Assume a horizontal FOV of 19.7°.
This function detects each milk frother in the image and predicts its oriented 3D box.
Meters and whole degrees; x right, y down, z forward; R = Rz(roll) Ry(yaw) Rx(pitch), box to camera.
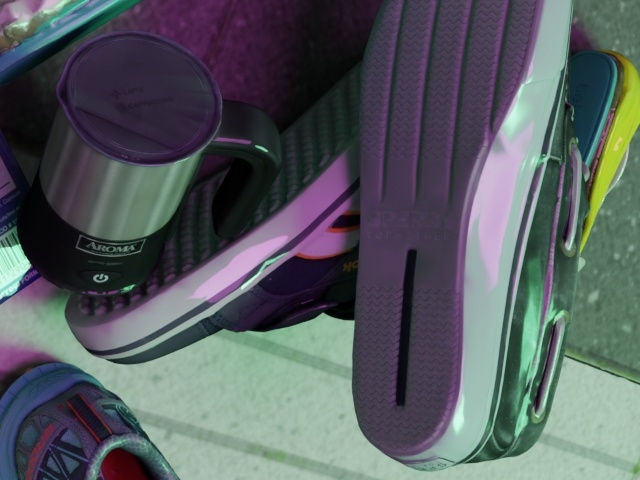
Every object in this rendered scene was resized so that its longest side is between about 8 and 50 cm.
[{"bbox_3d":[-0.100,-0.067,0.990,0.129,0.143,0.134,-12,154,-27],"label":"milk frother"}]

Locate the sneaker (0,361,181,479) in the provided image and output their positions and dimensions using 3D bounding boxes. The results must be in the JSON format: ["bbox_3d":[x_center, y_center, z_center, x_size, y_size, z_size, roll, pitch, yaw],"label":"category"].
[{"bbox_3d":[-0.110,0.200,1.092,0.104,0.125,0.261,-38,122,-23],"label":"sneaker"}]

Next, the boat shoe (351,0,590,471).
[{"bbox_3d":[0.094,-0.035,1.058,0.119,0.121,0.335,10,91,-49],"label":"boat shoe"}]

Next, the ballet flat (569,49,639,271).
[{"bbox_3d":[0.164,-0.020,1.267,0.077,0.077,0.231,33,81,-54],"label":"ballet flat"}]

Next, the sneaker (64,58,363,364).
[{"bbox_3d":[0.000,0.000,1.115,0.321,0.126,0.127,-37,116,-24],"label":"sneaker"}]

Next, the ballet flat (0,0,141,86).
[{"bbox_3d":[-0.055,-0.224,1.030,0.409,0.147,0.147,-32,120,-28],"label":"ballet flat"}]

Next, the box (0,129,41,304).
[{"bbox_3d":[-0.240,-0.046,0.983,0.136,0.036,0.225,-36,123,-23],"label":"box"}]
